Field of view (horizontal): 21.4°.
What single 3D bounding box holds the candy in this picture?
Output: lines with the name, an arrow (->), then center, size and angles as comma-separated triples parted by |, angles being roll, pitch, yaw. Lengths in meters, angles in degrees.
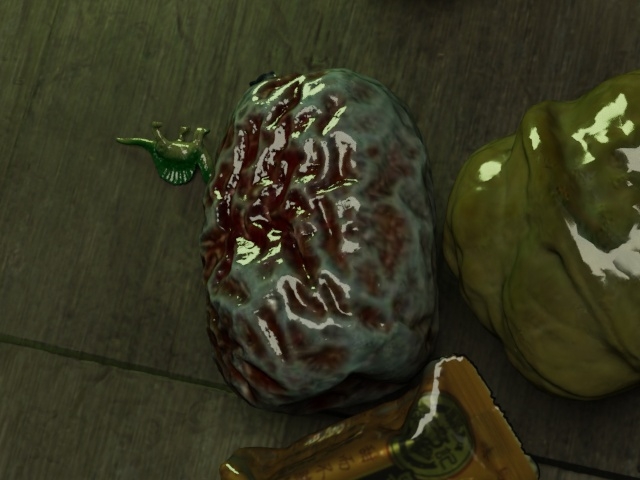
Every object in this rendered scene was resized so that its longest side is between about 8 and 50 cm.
candy -> 0.045, 0.197, 1.471 | 0.271, 0.101, 0.143 | -23, 105, 21

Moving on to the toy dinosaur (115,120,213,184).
toy dinosaur -> -0.150, -0.086, 1.678 | 0.120, 0.029, 0.060 | 6, 89, 12

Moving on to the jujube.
jujube -> 0.000, 0.000, 1.530 | 0.226, 0.226, 0.317 | -5, 69, 6

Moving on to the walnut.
walnut -> 0.258, 0.000, 1.476 | 0.253, 0.282, 0.277 | 0, 58, -34
